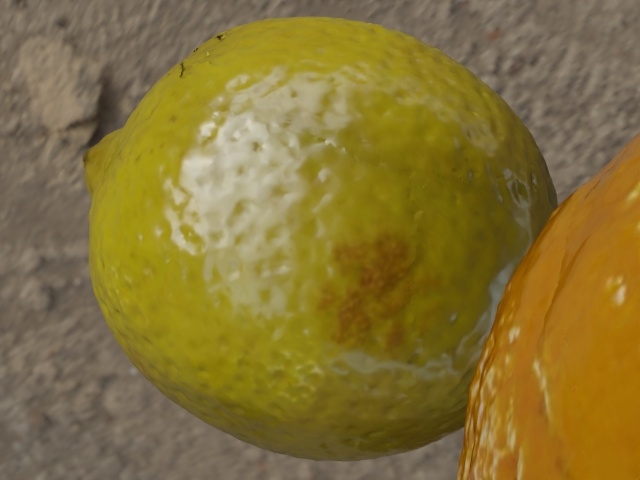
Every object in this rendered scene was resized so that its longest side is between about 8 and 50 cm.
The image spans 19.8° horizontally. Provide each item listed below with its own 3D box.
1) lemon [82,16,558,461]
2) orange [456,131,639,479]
[{"bbox_3d":[0.001,-0.001,1.029,0.267,0.267,0.267,5,75,-18],"label":"lemon"},{"bbox_3d":[0.210,0.075,0.654,0.340,0.340,0.293,-9,58,-21],"label":"orange"}]
